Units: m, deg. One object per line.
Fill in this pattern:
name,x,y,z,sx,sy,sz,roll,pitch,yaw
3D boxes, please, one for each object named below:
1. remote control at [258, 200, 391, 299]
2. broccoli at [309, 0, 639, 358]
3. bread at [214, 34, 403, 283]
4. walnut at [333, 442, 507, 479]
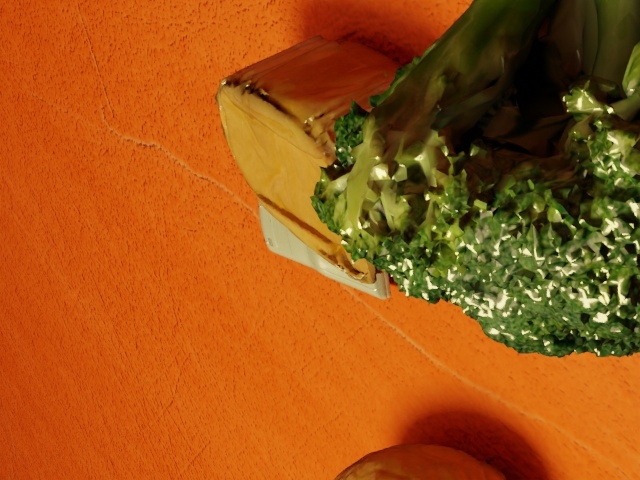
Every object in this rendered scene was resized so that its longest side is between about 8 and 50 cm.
remote control,0.000,0.000,0.966,0.162,0.029,0.061,19,124,49
broccoli,0.123,-0.066,0.549,0.294,0.265,0.245,-164,69,-78
bread,0.019,-0.062,0.828,0.190,0.114,0.132,44,152,45
walnut,0.071,0.233,0.901,0.206,0.159,0.159,-18,95,64
